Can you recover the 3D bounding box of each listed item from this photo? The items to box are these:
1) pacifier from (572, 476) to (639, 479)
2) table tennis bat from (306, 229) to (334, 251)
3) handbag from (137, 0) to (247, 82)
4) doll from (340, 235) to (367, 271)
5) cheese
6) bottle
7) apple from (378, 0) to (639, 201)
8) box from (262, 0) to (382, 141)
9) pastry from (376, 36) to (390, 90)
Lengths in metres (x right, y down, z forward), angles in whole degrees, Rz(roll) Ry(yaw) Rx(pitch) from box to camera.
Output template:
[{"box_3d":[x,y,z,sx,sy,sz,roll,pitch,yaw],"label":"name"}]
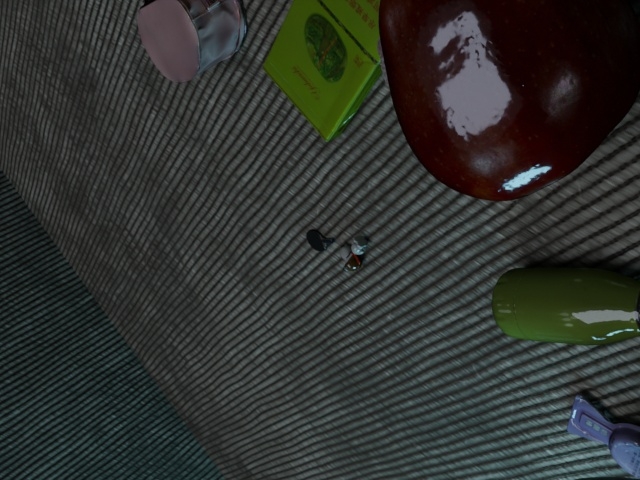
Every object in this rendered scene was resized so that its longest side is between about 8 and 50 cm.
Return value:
[{"box_3d":[0.510,0.295,1.002,0.343,0.269,0.288,3,170,10],"label":"pacifier"},{"box_3d":[0.000,0.000,1.524,0.083,0.007,0.050,0,117,52],"label":"table tennis bat"},{"box_3d":[-0.243,-0.401,1.391,0.205,0.116,0.179,1,118,50],"label":"handbag"},{"box_3d":[0.068,0.026,1.440,0.085,0.040,0.058,-31,82,56],"label":"doll"},{"box_3d":[0.485,0.322,1.177,0.190,0.042,0.105,30,137,33],"label":"cheese"},{"box_3d":[0.377,0.094,1.059,0.260,0.112,0.112,-2,116,51],"label":"bottle"},{"box_3d":[0.213,-0.210,0.855,0.288,0.288,0.317,-14,111,54],"label":"apple"},{"box_3d":[0.025,-0.326,1.193,0.187,0.047,0.335,49,144,8],"label":"box"},{"box_3d":[0.148,-0.233,1.047,0.102,0.112,0.265,30,145,45],"label":"pastry"}]
